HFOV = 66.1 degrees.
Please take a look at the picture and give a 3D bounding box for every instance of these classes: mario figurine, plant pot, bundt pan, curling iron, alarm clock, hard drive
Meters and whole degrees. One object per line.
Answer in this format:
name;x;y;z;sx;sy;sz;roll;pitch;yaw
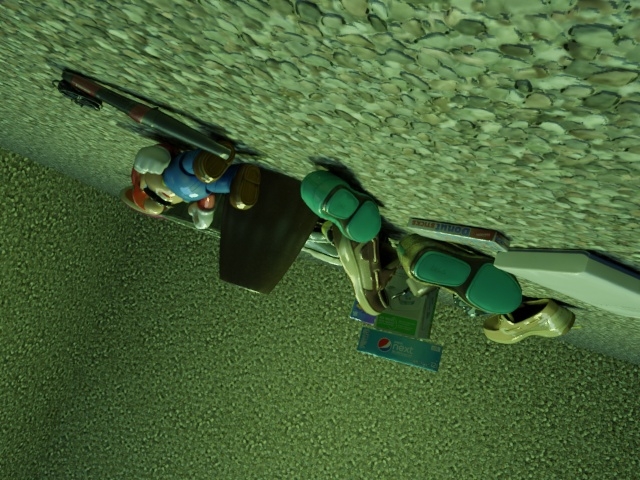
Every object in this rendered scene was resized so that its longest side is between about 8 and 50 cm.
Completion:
mario figurine;-0.262;-0.092;0.923;0.321;0.198;0.170;3;-153;46
plant pot;-0.122;-0.011;1.028;0.215;0.230;0.215;18;174;2
bundt pan;-0.323;-0.081;1.531;0.331;0.124;0.331;19;173;2
curling iron;-0.266;-0.190;0.753;0.274;0.035;0.068;20;171;-9
alarm clock;0.263;0.101;1.220;0.064;0.192;0.129;64;-172;15
hard drive;0.510;0.085;0.887;0.319;0.040;0.210;20;174;-18

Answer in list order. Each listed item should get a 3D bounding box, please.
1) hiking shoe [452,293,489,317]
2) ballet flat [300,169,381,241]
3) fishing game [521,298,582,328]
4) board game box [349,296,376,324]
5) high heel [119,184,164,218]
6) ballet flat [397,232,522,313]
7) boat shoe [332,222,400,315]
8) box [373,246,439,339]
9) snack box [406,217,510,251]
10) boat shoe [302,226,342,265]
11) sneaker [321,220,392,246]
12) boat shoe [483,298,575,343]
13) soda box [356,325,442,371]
hiking shoe;0.459;0.142;1.422;0.132;0.113;0.304;-14;157;24
ballet flat;0.037;-0.065;0.862;0.087;0.083;0.247;43;-174;26
fishing game;0.711;0.226;1.614;0.264;0.041;0.189;23;167;11
board game box;0.171;0.153;1.641;0.078;0.233;0.347;17;174;7
high heel;-0.570;-0.117;1.894;0.377;0.127;0.181;15;164;-1
ballet flat;0.309;0.067;1.094;0.349;0.123;0.123;21;174;-29
boat shoe;0.129;0.060;1.143;0.123;0.123;0.342;-15;136;11
box;0.259;0.159;1.419;0.127;0.231;0.262;11;171;22
snack box;0.248;-0.011;0.899;0.178;0.022;0.064;13;171;45
boat shoe;-0.050;-0.032;1.371;0.320;0.099;0.116;21;-158;7
sneaker;0.092;-0.005;1.244;0.209;0.081;0.094;25;-177;-28
boat shoe;0.619;0.237;1.532;0.110;0.121;0.341;39;152;-9
soda box;0.206;0.281;1.278;0.210;0.067;0.071;12;170;16
